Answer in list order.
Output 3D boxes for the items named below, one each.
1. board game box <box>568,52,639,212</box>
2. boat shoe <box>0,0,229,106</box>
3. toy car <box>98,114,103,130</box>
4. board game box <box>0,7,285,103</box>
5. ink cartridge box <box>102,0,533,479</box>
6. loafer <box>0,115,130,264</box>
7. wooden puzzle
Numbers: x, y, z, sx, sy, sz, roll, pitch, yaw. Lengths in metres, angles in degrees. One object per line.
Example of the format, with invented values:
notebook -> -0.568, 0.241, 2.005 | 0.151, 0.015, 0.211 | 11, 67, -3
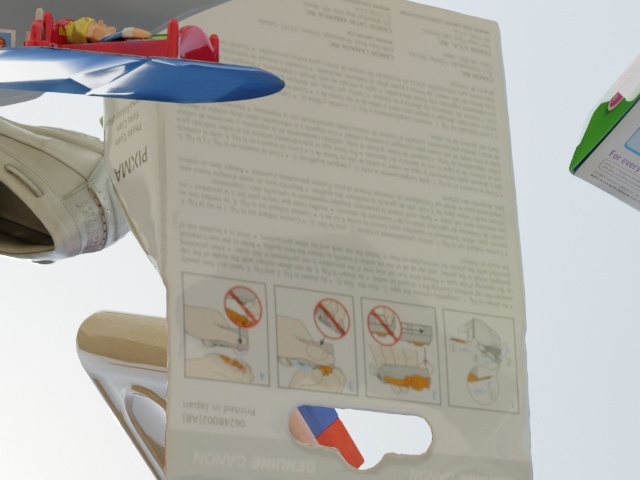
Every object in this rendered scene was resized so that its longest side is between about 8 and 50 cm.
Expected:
board game box -> 0.337, -0.091, 1.161 | 0.316, 0.242, 0.064 | -52, -169, 49
boat shoe -> -0.131, -0.162, 1.071 | 0.306, 0.113, 0.105 | -26, -163, -9
toy car -> -0.143, -0.169, 1.694 | 0.155, 0.188, 0.149 | -29, -153, -6
board game box -> -0.100, -0.095, 0.926 | 0.169, 0.033, 0.133 | 3, 176, -19
ink cartridge box -> 0.000, 0.000, 1.357 | 0.091, 0.308, 0.384 | -27, -120, 53
loafer -> -0.290, -0.049, 1.503 | 0.319, 0.112, 0.111 | 10, -148, 34
wooden puzzle -> -0.042, 0.210, 1.611 | 0.080, 0.347, 0.322 | -36, -159, -28
